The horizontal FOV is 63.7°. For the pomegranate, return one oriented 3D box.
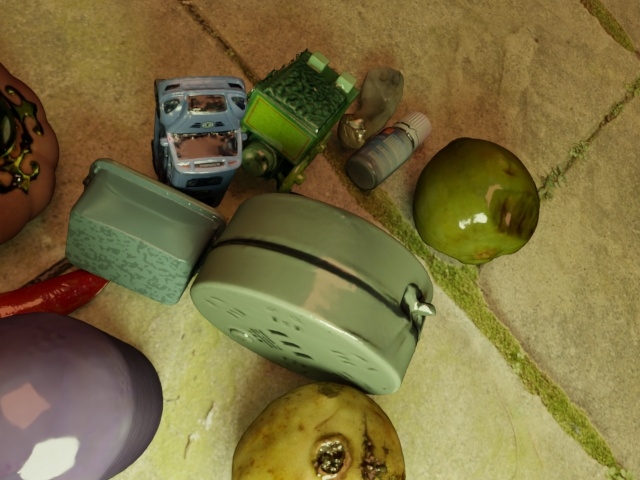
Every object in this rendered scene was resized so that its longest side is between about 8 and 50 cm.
[{"bbox_3d":[-0.002,0.338,0.754,0.260,0.260,0.261,6,71,-17],"label":"pomegranate"}]

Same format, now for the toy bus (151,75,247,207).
[{"bbox_3d":[-0.194,-0.142,0.814,0.125,0.292,0.133,-9,79,-22],"label":"toy bus"}]

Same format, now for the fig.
[{"bbox_3d":[0.293,-0.090,1.005,0.239,0.239,0.271,3,58,-18],"label":"fig"}]

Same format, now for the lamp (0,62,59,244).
[{"bbox_3d":[-0.534,-0.128,0.719,0.239,0.305,0.306,-11,71,24],"label":"lamp"}]

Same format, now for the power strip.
[{"bbox_3d":[-0.005,0.092,0.768,0.357,0.357,0.162,30,64,-8],"label":"power strip"}]

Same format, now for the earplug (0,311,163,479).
[{"bbox_3d":[-0.293,0.192,0.583,0.215,0.456,0.215,5,72,-15],"label":"earplug"}]

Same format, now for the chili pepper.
[{"bbox_3d":[-0.428,0.095,0.785,0.272,0.063,0.071,-24,94,-27],"label":"chili pepper"}]

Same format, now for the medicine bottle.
[{"bbox_3d":[0.146,-0.189,1.062,0.203,0.083,0.083,-40,88,-26],"label":"medicine bottle"}]

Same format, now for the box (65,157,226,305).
[{"bbox_3d":[-0.275,-0.010,0.804,0.226,0.162,0.130,27,45,-9],"label":"box"}]

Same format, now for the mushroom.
[{"bbox_3d":[0.104,-0.268,1.064,0.092,0.081,0.223,53,53,-33],"label":"mushroom"}]

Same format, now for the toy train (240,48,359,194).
[{"bbox_3d":[-0.049,-0.212,0.923,0.159,0.188,0.272,38,41,-3],"label":"toy train"}]

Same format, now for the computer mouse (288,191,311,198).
[{"bbox_3d":[0.002,-0.002,0.957,0.231,0.071,0.126,43,65,-2],"label":"computer mouse"}]
